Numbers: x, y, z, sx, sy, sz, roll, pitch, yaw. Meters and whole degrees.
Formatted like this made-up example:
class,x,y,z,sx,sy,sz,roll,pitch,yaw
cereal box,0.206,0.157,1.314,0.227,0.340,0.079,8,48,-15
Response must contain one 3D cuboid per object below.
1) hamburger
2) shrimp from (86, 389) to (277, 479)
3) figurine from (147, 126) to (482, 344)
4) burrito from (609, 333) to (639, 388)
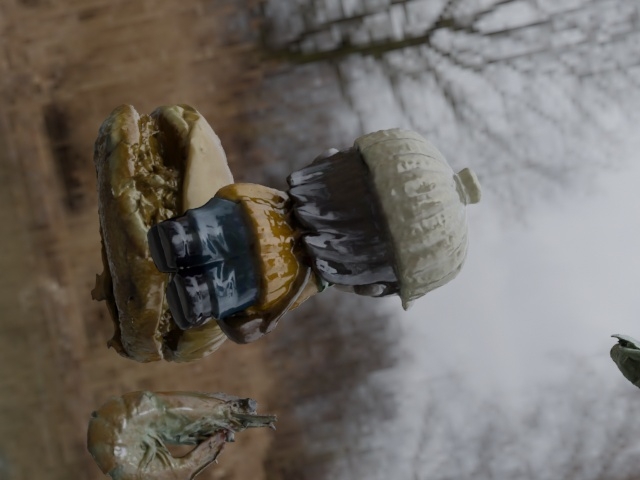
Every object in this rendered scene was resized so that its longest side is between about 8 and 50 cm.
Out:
class,x,y,z,sx,sy,sz,roll,pitch,yaw
hamburger,-0.181,-0.009,2.057,0.318,0.158,0.318,175,-90,-74
shrimp,-0.124,0.178,1.645,0.041,0.180,0.099,113,-35,-52
figurine,0.005,-0.005,1.840,0.204,0.332,0.185,-27,-102,55
burrito,0.340,0.132,1.882,0.044,0.074,0.118,-60,-177,7
